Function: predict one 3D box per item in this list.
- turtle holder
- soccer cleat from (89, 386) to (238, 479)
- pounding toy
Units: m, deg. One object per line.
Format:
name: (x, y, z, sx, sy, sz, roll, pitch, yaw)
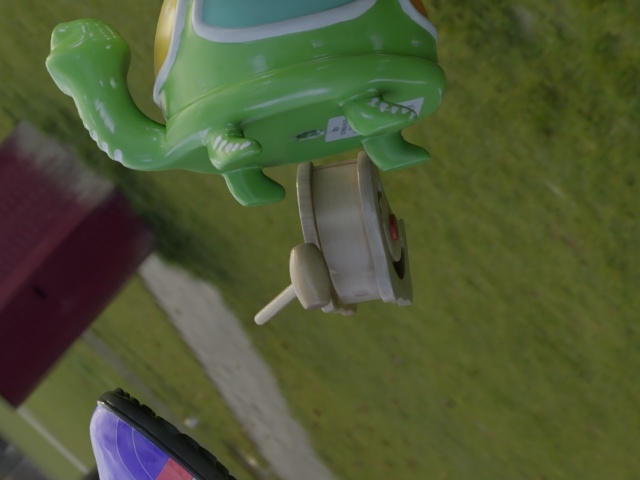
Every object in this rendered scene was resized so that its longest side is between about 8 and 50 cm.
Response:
turtle holder: (-0.054, -0.162, 1.360, 0.243, 0.320, 0.227, 7, -112, -63)
soccer cleat: (-0.111, 0.223, 1.093, 0.109, 0.116, 0.318, 34, 159, 30)
pounding toy: (0.000, 0.000, 1.541, 0.269, 0.155, 0.154, 24, -123, -78)
